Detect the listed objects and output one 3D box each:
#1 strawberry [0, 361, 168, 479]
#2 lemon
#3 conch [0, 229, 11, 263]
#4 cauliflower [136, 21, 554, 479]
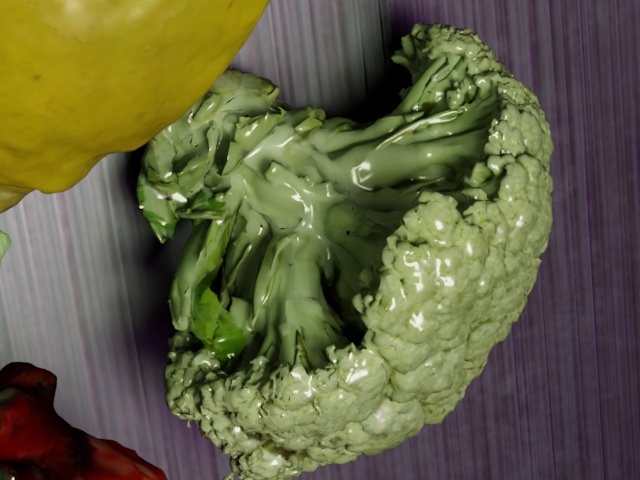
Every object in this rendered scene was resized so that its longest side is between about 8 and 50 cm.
[{"bbox_3d":[-0.172,0.261,1.126,0.292,0.292,0.310,-43,108,-12],"label":"strawberry"},{"bbox_3d":[-0.134,-0.192,0.991,0.285,0.285,0.316,-25,99,-22],"label":"lemon"},{"bbox_3d":[-0.257,0.013,1.109,0.170,0.079,0.105,-18,102,-19],"label":"conch"},{"bbox_3d":[0.000,0.000,1.205,0.250,0.275,0.272,35,123,-1],"label":"cauliflower"}]
